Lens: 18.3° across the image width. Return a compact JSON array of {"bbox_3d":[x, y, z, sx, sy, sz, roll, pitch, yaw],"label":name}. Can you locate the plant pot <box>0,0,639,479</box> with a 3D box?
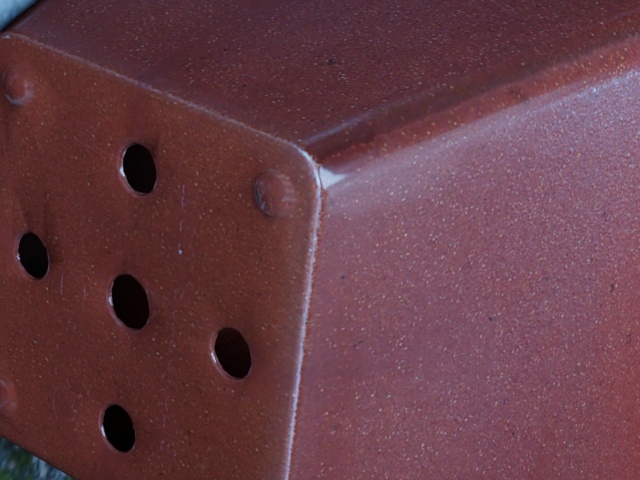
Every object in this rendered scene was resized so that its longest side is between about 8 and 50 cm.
[{"bbox_3d":[0.000,0.000,0.853,0.235,0.267,0.267,-20,124,-47],"label":"plant pot"}]
